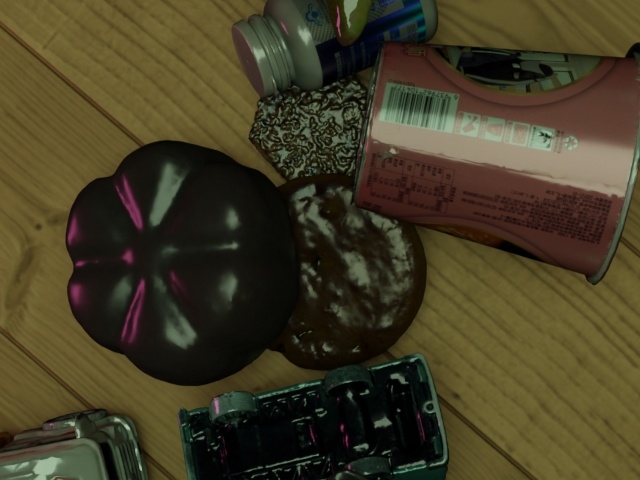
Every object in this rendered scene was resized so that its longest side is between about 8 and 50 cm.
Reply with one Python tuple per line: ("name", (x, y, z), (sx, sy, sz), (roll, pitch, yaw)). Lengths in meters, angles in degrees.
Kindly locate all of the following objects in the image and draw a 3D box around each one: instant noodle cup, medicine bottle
("instant noodle cup", (0.165, -0.093, 1.382), (0.255, 0.244, 0.244), (10, 91, 1))
("medicine bottle", (0.013, -0.216, 1.440), (0.191, 0.107, 0.107), (-24, 89, -11))

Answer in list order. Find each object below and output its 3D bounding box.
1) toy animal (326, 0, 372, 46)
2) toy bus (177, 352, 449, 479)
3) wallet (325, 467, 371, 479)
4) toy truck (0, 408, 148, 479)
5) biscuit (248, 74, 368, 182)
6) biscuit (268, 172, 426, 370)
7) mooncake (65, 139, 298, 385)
("toy animal", (0.031, -0.334, 1.346), (0.180, 0.363, 0.181), (-32, 127, 20))
("toy bus", (0.001, 0.209, 1.442), (0.256, 0.147, 0.128), (-14, 67, 5))
("wallet", (0.026, 0.386, 1.423), (0.247, 0.041, 0.323), (33, 114, -14))
("toy truck", (-0.373, 0.288, 1.440), (0.387, 0.207, 0.173), (-12, 90, 4))
("biscuit", (-0.004, -0.122, 1.502), (0.131, 0.026, 0.237), (-42, 88, 2))
("biscuit", (0.006, 0.034, 1.477), (0.212, 0.036, 0.212), (3, 102, 14))
("mooncake", (-0.141, 0.023, 1.439), (0.245, 0.133, 0.245), (-2, 84, 23))
